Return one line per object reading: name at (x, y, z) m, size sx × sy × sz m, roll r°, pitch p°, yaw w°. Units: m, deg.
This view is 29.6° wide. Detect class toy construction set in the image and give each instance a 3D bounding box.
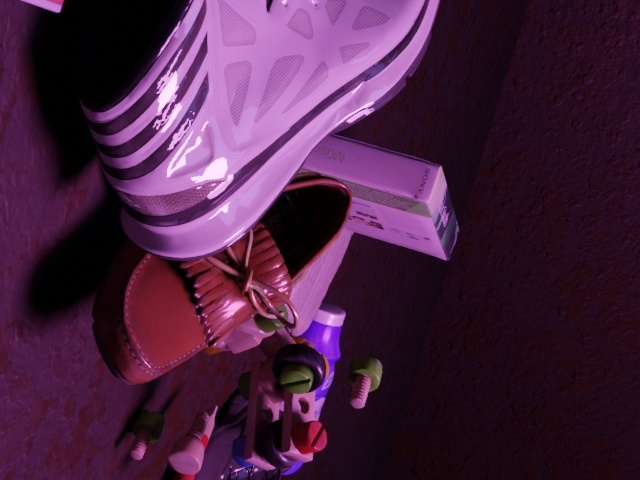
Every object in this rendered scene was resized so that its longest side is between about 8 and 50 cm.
toy construction set at (-0.095, 0.132, 1.430) m, size 0.309 × 0.257 × 0.237 m, roll -54°, pitch -169°, yaw 40°

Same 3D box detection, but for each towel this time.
towel at (0.000, 0.000, 1.855) m, size 0.282 × 0.049 × 0.187 m, roll -64°, pitch 164°, yaw -12°

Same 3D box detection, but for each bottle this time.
bottle at (-0.032, 0.237, 1.980) m, size 0.118 × 0.092 × 0.283 m, roll -28°, pitch 138°, yaw -74°

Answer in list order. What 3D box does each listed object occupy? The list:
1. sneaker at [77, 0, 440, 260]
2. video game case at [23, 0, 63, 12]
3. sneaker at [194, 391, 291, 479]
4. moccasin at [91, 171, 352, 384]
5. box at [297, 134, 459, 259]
sneaker at (-0.038, -0.215, 1.045) m, size 0.447 × 0.169 × 0.257 m, roll -53°, pitch 149°, yaw -27°
video game case at (-0.183, -0.305, 0.798) m, size 0.285 × 0.025 × 0.204 m, roll -70°, pitch 166°, yaw 6°
sneaker at (-0.112, 0.309, 1.727) m, size 0.286 × 0.130 × 0.109 m, roll -43°, pitch 153°, yaw -57°
moccasin at (-0.084, 0.026, 1.202) m, size 0.380 × 0.147 × 0.139 m, roll -30°, pitch 104°, yaw -55°
box at (0.057, -0.062, 1.597) m, size 0.322 × 0.232 × 0.058 m, roll 49°, pitch 59°, yaw -74°
